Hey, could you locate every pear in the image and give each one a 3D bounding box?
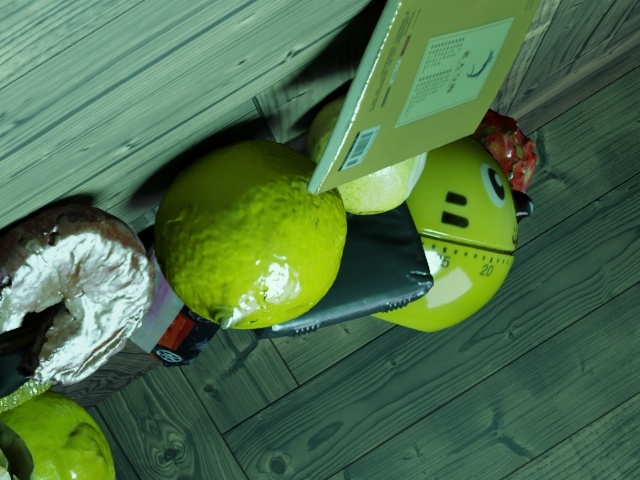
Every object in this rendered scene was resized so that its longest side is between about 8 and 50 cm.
[{"bbox_3d":[0.066,-0.122,1.824,0.178,0.178,0.178,-32,174,-4],"label":"pear"}]

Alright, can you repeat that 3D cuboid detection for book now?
[{"bbox_3d":[0.140,-0.204,1.653,0.389,0.032,0.269,-23,144,-53],"label":"book"}]

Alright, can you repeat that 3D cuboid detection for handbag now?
[{"bbox_3d":[0.000,0.000,1.889,0.275,0.244,0.088,-15,166,-20],"label":"handbag"}]

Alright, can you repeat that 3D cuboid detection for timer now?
[{"bbox_3d":[0.151,-0.064,2.136,0.376,0.376,0.386,5,100,-80],"label":"timer"}]

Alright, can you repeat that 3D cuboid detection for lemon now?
[{"bbox_3d":[-0.081,-0.008,1.687,0.228,0.228,0.253,-35,180,29],"label":"lemon"},{"bbox_3d":[-0.538,0.428,2.476,0.348,0.348,0.348,-32,174,-4],"label":"lemon"}]

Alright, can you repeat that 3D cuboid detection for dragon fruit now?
[{"bbox_3d":[0.241,-0.143,2.413,0.268,0.210,0.205,4,150,4],"label":"dragon fruit"}]

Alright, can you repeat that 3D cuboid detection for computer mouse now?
[{"bbox_3d":[-0.357,0.104,1.724,0.183,0.116,0.323,-31,178,-30],"label":"computer mouse"}]

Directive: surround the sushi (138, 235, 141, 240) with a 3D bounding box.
[{"bbox_3d":[-0.335,0.077,1.980,0.210,0.040,0.193,-31,174,-11],"label":"sushi"}]

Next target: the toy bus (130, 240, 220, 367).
[{"bbox_3d":[-0.202,0.073,2.015,0.127,0.147,0.302,-60,-173,-31],"label":"toy bus"}]

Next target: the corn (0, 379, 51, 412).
[{"bbox_3d":[-0.509,0.225,2.016,0.101,0.101,0.292,-37,174,38],"label":"corn"}]

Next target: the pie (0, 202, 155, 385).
[{"bbox_3d":[-0.279,0.060,1.527,0.204,0.054,0.219,-50,135,-3],"label":"pie"}]

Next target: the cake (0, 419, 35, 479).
[{"bbox_3d":[-0.485,0.249,1.617,0.332,0.332,0.321,-25,140,-51],"label":"cake"}]
